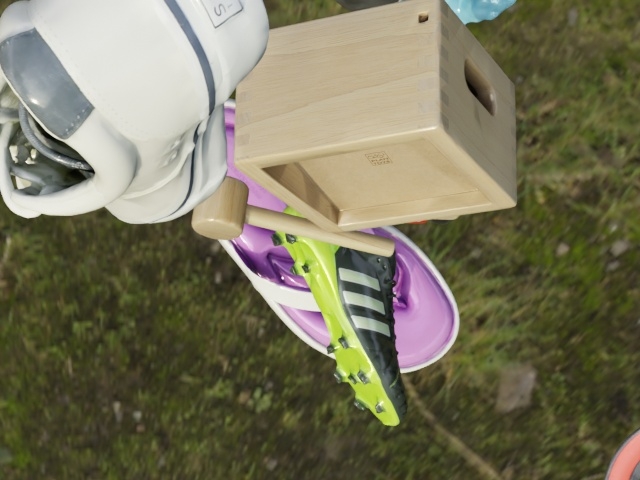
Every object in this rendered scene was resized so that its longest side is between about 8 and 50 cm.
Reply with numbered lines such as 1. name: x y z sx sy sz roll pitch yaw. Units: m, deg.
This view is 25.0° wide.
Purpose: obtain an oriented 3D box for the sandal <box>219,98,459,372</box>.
1. sandal: -0.010 0.012 1.614 0.416 0.102 0.169 40 88 -15

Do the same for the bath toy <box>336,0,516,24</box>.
1. bath toy: 0.017 -0.283 1.167 0.348 0.129 0.151 26 92 -39

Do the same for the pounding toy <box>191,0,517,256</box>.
1. pounding toy: 0.012 -0.061 0.886 0.206 0.181 0.094 -8 68 25

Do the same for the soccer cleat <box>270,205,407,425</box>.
1. soccer cleat: 0.031 0.045 1.017 0.072 0.060 0.179 -30 104 -23

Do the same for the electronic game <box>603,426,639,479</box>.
1. electronic game: 0.475 0.336 1.850 0.229 0.048 0.229 -5 78 23

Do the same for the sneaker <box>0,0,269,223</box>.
1. sneaker: -0.090 -0.051 0.553 0.091 0.258 0.094 -33 84 -15

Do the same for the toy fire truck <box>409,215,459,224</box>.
1. toy fire truck: 0.081 -0.147 1.904 0.246 0.158 0.217 2 58 -18
